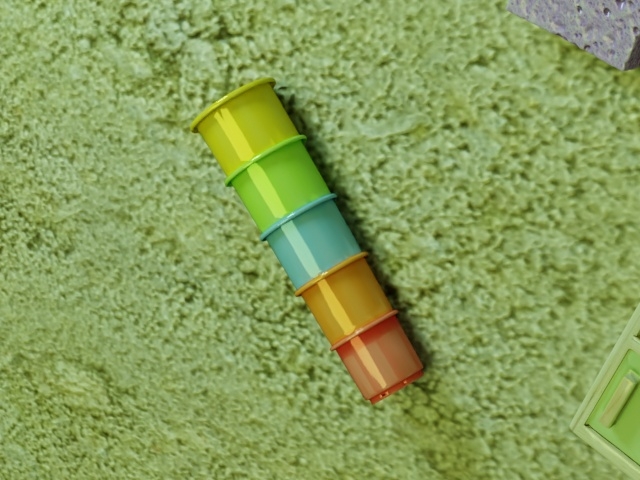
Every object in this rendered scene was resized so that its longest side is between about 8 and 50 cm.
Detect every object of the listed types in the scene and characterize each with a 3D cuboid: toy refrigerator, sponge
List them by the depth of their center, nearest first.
[{"bbox_3d":[0.228,-0.245,1.095,0.117,0.031,0.210,36,125,27],"label":"sponge"},{"bbox_3d":[0.301,0.066,1.097,0.102,0.094,0.270,39,127,24],"label":"toy refrigerator"}]

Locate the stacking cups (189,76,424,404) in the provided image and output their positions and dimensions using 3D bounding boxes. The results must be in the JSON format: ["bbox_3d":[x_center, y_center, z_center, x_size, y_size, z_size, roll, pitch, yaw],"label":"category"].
[{"bbox_3d":[0.000,0.000,1.346,0.096,0.096,0.316,-38,83,42],"label":"stacking cups"}]
